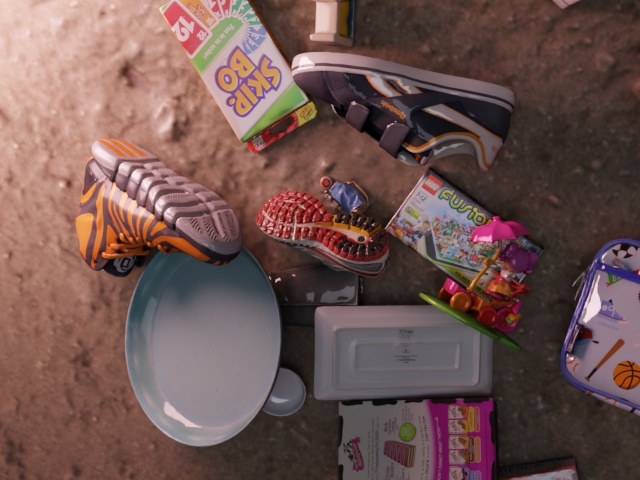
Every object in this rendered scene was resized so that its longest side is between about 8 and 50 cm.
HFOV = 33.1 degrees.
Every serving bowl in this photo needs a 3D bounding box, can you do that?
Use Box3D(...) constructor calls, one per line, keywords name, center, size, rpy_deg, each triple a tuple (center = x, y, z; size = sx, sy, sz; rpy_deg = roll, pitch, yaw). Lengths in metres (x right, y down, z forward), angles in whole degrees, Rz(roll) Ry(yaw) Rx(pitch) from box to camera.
Box3D(name="serving bowl", center=(-0.062, 0.229, 1.667), size=(0.083, 0.027, 0.083), rpy_deg=(2, 110, 5))

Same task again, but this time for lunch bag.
Box3D(name="lunch bag", center=(0.483, 0.128, 1.460), size=(0.303, 0.115, 0.243), rpy_deg=(22, 91, 32))

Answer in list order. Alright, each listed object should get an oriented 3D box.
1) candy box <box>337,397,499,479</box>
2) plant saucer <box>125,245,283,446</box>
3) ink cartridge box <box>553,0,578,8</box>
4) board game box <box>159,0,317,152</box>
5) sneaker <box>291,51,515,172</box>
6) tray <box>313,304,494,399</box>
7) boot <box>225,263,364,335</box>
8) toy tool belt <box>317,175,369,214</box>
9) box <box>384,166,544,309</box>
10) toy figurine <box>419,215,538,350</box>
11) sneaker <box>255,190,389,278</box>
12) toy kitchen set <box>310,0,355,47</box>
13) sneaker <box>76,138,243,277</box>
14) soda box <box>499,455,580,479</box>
Box3D(name="candy box", center=(0.145, 0.318, 1.591), size=(0.234, 0.071, 0.159), rpy_deg=(-3, 71, 13))
Box3D(name="plant saucer", center=(-0.169, 0.146, 1.606), size=(0.318, 0.044, 0.317), rpy_deg=(-4, 83, 38))
Box3D(name="ink cartridge box", center=(0.357, -0.417, 1.358), size=(0.129, 0.307, 0.223), rpy_deg=(45, 103, -1))
Box3D(name="board game box", center=(-0.120, -0.267, 1.603), size=(0.124, 0.039, 0.259), rpy_deg=(-31, 95, 13))
Box3D(name="sneaker", center=(0.106, -0.180, 1.522), size=(0.321, 0.126, 0.127), rpy_deg=(12, 86, 6))
Box3D(name="tray", center=(0.126, 0.168, 1.592), size=(0.270, 0.030, 0.145), rpy_deg=(-1, 100, -6))
Box3D(name="boot", center=(-0.038, 0.122, 1.635), size=(0.209, 0.076, 0.189), rpy_deg=(2, 99, 3))
Box3D(name="toy tool belt", center=(0.032, -0.066, 1.597), size=(0.083, 0.051, 0.052), rpy_deg=(37, 103, 3))
Box3D(name="box", center=(0.211, -0.003, 1.584), size=(0.207, 0.036, 0.114), rpy_deg=(35, 102, 3))
Box3D(name="toy figurine", center=(0.251, 0.050, 1.520), size=(0.173, 0.130, 0.159), rpy_deg=(29, 93, -18))
Box3D(name="sneaker", center=(0.000, 0.000, 1.585), size=(0.225, 0.092, 0.088), rpy_deg=(23, 63, 28))
Box3D(name="toy kitchen set", center=(0.103, -0.357, 1.527), size=(0.207, 0.122, 0.166), rpy_deg=(7, 101, 29))
Box3D(name="sneaker", center=(-0.246, -0.008, 1.596), size=(0.321, 0.125, 0.180), rpy_deg=(36, 115, 36))
Box3D(name="soda box", center=(0.297, 0.372, 1.612), size=(0.183, 0.063, 0.058), rpy_deg=(-11, 94, 12))
